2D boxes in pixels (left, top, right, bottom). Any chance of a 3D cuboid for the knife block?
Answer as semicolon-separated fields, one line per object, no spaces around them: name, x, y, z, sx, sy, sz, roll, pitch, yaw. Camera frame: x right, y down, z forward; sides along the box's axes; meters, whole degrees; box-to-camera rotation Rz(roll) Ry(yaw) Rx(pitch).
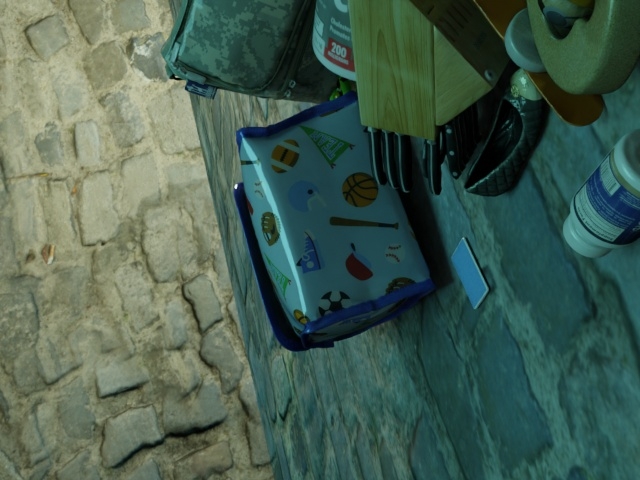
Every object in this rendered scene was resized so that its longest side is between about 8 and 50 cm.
knife block;0.087;-0.185;0.876;0.275;0.088;0.242;43;141;-12

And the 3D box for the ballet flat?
ballet flat;0.201;-0.111;0.829;0.173;0.049;0.057;98;155;-46

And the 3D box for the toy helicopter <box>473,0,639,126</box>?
toy helicopter;0.202;-0.263;0.677;0.235;0.140;0.355;87;176;-50

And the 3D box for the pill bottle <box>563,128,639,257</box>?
pill bottle;0.258;-0.035;0.652;0.120;0.067;0.067;109;148;-58

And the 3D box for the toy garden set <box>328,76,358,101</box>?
toy garden set;0.045;-0.240;1.280;0.244;0.049;0.204;123;135;-66

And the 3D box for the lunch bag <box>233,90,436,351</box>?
lunch bag;0.000;0.000;1.239;0.385;0.238;0.328;102;150;-78

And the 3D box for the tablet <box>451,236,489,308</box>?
tablet;0.197;0.043;1.003;0.054;0.006;0.083;106;149;-55

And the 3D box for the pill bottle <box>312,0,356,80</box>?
pill bottle;0.081;-0.346;0.905;0.283;0.161;0.161;98;157;-45

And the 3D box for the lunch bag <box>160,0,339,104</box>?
lunch bag;-0.087;-0.368;1.147;0.213;0.255;0.305;55;131;42
